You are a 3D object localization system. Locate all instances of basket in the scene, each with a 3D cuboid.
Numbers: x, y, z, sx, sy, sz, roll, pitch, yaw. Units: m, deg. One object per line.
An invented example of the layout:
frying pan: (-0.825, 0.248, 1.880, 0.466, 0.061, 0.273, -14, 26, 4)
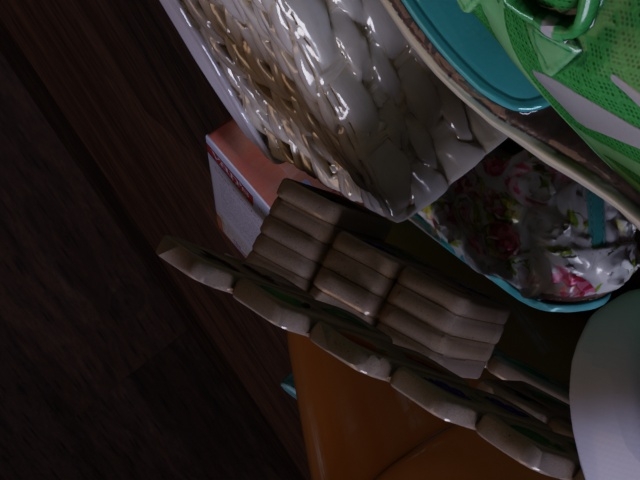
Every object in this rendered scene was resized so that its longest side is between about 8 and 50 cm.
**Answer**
basket: (0.010, -0.103, 0.581, 0.103, 0.113, 0.167, 36, 162, 47)

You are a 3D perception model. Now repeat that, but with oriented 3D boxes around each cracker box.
cracker box: (0.000, 0.000, 1.117, 0.156, 0.067, 0.232, 49, 171, 9)

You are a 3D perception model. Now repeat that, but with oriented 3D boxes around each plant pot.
plant pot: (0.074, 0.093, 0.795, 0.205, 0.205, 0.188, 67, 177, -56)

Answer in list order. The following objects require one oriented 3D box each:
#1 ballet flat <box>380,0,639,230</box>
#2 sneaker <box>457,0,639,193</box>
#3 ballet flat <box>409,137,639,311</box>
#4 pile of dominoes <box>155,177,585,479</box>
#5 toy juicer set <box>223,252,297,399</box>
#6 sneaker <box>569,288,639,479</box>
ballet flat: (0.092, -0.051, 0.503, 0.248, 0.086, 0.086, 51, 170, 4)
sneaker: (0.030, -0.101, 0.394, 0.295, 0.123, 0.109, 51, 136, 4)
ballet flat: (0.055, -0.047, 0.717, 0.241, 0.091, 0.077, 33, 129, 51)
pile of dominoes: (0.085, 0.048, 0.587, 0.251, 0.040, 0.196, 28, -175, 24)
toy juicer set: (0.077, 0.145, 1.016, 0.329, 0.089, 0.209, 44, 167, -35)
sneaker: (0.169, 0.097, 0.440, 0.091, 0.094, 0.258, -25, 121, 41)
